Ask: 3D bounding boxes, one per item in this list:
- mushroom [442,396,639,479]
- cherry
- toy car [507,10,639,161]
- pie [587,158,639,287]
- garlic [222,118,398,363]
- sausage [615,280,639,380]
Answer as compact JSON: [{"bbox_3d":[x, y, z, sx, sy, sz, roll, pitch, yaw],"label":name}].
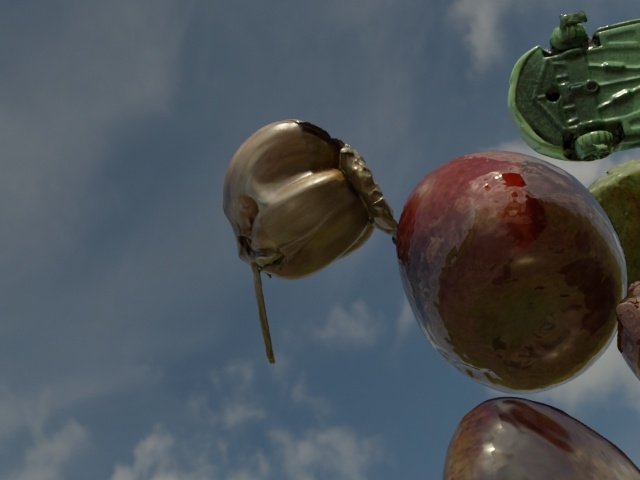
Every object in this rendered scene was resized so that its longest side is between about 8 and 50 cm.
[{"bbox_3d":[0.054,0.185,0.375,0.217,0.148,0.227,-25,-76,25],"label":"mushroom"},{"bbox_3d":[0.180,0.015,0.890,0.206,0.239,0.239,-27,-46,22],"label":"cherry"},{"bbox_3d":[0.210,-0.101,0.587,0.186,0.093,0.058,-11,-13,4],"label":"toy car"},{"bbox_3d":[0.500,0.028,1.388,0.371,0.078,0.296,31,-86,-16],"label":"pie"},{"bbox_3d":[0.000,0.000,1.023,0.207,0.257,0.207,-1,-18,0],"label":"garlic"},{"bbox_3d":[0.387,0.144,0.727,0.097,0.348,0.094,-49,-16,-24],"label":"sausage"}]
